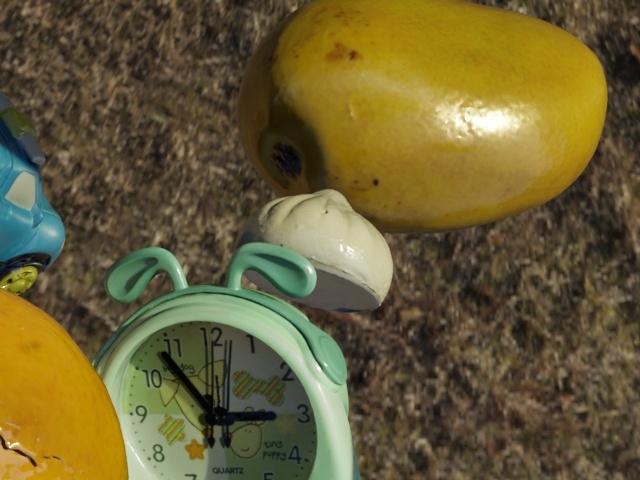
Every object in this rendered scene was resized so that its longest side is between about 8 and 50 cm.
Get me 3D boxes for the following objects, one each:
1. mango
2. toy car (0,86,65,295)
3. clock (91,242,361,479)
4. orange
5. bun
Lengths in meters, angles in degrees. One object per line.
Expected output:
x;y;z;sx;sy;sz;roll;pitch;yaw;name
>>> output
0.126;-0.151;1.463;0.446;0.300;0.232;-6;145;-21;mango
-0.345;-0.065;1.247;0.166;0.314;0.198;-37;70;7;toy car
-0.049;0.091;0.696;0.148;0.060;0.188;0;103;16;clock
-0.200;0.117;0.613;0.219;0.193;0.219;-4;108;-11;orange
0.000;0.000;1.103;0.138;0.094;0.138;16;162;6;bun
